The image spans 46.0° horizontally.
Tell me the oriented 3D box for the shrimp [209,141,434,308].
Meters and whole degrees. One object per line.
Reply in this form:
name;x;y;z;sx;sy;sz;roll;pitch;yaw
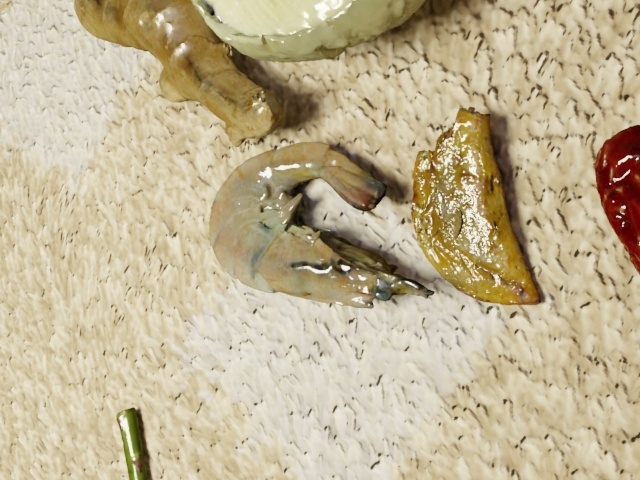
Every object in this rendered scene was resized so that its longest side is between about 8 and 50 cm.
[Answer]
shrimp;0.002;-0.017;0.684;0.254;0.059;0.145;6;80;36

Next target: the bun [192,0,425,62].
bun;0.001;-0.273;0.645;0.259;0.152;0.259;2;93;37

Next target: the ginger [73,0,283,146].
ginger;-0.142;-0.204;0.767;0.333;0.081;0.148;47;114;25

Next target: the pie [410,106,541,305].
pie;0.120;-0.024;0.626;0.092;0.034;0.170;-13;86;28

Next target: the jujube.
jujube;0.240;-0.023;0.529;0.077;0.077;0.129;-36;64;24

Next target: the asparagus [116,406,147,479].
asparagus;-0.185;0.301;0.791;0.025;0.024;0.248;139;121;-69
